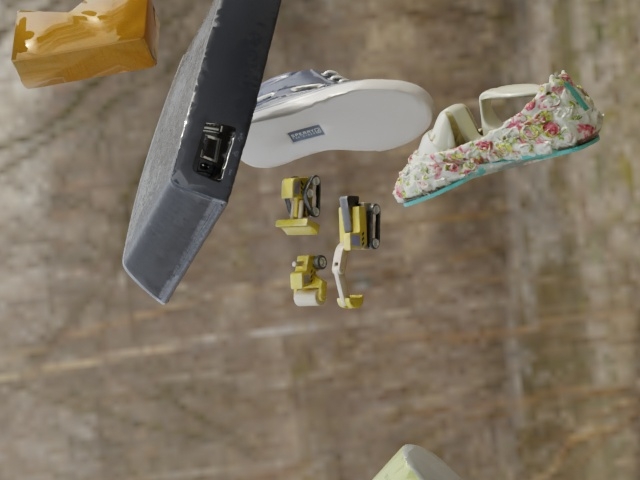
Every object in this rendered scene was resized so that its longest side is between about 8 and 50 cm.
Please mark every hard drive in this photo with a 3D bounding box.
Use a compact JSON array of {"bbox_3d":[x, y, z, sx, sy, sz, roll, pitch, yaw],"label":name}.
[{"bbox_3d":[-0.093,-0.093,1.544,0.172,0.054,0.255,125,162,-51],"label":"hard drive"}]

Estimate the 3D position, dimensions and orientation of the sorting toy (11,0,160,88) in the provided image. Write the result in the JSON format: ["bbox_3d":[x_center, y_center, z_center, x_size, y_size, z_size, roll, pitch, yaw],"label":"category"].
[{"bbox_3d":[-0.224,-0.121,0.893,0.041,0.307,0.229,70,-165,-48],"label":"sorting toy"}]

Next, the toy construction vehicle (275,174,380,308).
[{"bbox_3d":[0.000,0.000,1.423,0.086,0.035,0.098,2,88,41],"label":"toy construction vehicle"}]

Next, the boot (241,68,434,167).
[{"bbox_3d":[0.015,-0.121,1.673,0.069,0.190,0.086,64,-150,-33],"label":"boot"}]

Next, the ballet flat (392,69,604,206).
[{"bbox_3d":[0.154,-0.098,1.780,0.091,0.241,0.077,-33,-79,-49],"label":"ballet flat"}]

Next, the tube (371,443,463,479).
[{"bbox_3d":[-0.001,0.230,1.189,0.240,0.062,0.070,-50,4,15],"label":"tube"}]
